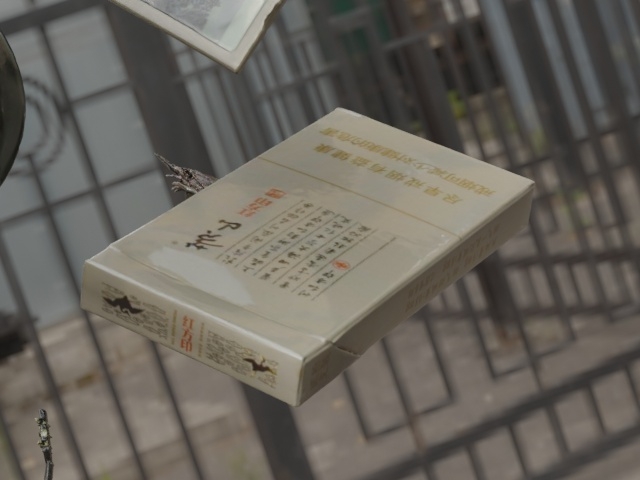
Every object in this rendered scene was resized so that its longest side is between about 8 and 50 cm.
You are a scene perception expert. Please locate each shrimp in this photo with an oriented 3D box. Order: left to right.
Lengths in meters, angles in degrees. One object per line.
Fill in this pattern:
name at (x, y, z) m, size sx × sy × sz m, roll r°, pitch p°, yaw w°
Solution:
shrimp at (-0.117, -0.034, 2.049) m, size 0.065 × 0.165 × 0.056 m, roll -52°, pitch -9°, yaw -5°

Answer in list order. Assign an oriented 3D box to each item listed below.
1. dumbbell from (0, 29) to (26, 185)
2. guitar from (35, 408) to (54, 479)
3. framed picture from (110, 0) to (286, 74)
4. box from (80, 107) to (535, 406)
dumbbell at (-0.299, -0.064, 1.115) m, size 0.179 × 0.179 × 0.406 m, roll -17°, pitch 6°, yaw 13°
guitar at (-0.216, 0.241, 1.442) m, size 0.025 × 0.233 × 0.088 m, roll 1°, pitch -16°, yaw 1°
framed picture at (-0.088, -0.328, 1.852) m, size 0.289 × 0.213 × 0.016 m, roll -58°, pitch -16°, yaw -3°
box at (0.000, 0.001, 1.552) m, size 0.204 × 0.051 × 0.365 m, roll 23°, pitch 33°, yaw 25°
